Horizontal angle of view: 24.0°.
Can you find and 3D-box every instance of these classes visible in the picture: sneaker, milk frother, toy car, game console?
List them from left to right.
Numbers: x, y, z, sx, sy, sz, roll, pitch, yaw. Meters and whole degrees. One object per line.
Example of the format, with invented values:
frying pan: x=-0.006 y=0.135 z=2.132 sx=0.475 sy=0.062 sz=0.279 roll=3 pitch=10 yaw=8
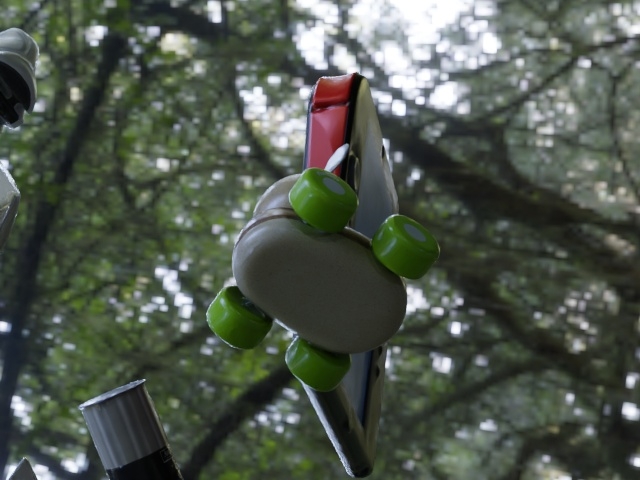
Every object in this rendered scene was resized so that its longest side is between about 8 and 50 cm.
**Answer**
sneaker: x=-0.427 y=-0.146 z=1.616 sx=0.118 sy=0.292 sz=0.110 roll=-86 pitch=-25 yaw=-53
milk frother: x=-0.241 y=0.246 z=1.723 sx=0.129 sy=0.143 sz=0.135 roll=167 pitch=81 yaw=-85
toy car: x=0.000 y=0.000 z=1.251 sx=0.149 sy=0.155 sz=0.188 roll=30 pitch=-155 yaw=-15
game console: x=0.036 y=0.042 z=1.608 sx=0.386 sy=0.060 sz=0.342 roll=68 pitch=-158 yaw=-63

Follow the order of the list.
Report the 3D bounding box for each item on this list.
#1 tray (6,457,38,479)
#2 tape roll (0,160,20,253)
tray: x=-0.300 y=0.320 z=1.479 sx=0.145 sy=0.030 sz=0.270 roll=-56 pitch=-15 yaw=-24
tape roll: x=-0.440 y=-0.080 z=1.227 sx=0.392 sy=0.392 sz=0.072 roll=5 pitch=-67 yaw=-56
